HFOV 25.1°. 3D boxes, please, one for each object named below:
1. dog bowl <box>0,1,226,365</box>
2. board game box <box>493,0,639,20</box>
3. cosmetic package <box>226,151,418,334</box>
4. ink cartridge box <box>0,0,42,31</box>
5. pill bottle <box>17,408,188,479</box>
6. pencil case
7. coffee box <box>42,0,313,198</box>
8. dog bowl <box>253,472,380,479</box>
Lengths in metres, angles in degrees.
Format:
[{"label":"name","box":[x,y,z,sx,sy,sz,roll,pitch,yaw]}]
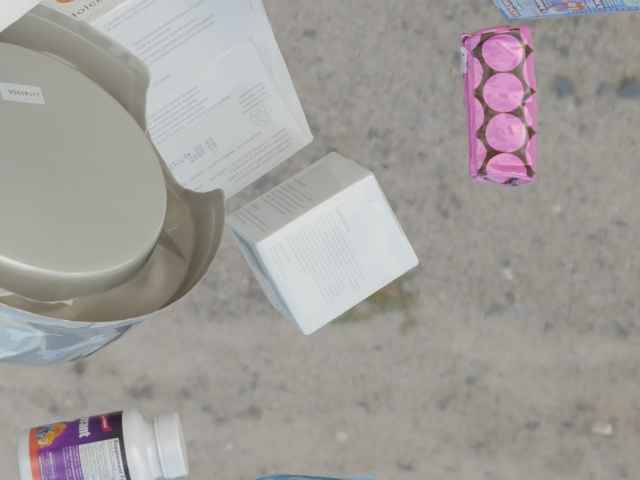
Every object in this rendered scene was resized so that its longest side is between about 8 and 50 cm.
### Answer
[{"label":"dog bowl","box":[-0.253,-0.050,1.177,0.349,0.348,0.102,31,128,-13]},{"label":"board game box","box":[0.249,-0.282,1.318,0.194,0.194,0.060,-14,150,22]},{"label":"cosmetic package","box":[0.000,0.000,1.906,0.184,0.151,0.151,-32,113,-9]},{"label":"ink cartridge box","box":[-0.257,-0.257,0.882,0.171,0.168,0.232,22,146,41]},{"label":"pill bottle","box":[-0.264,0.267,1.763,0.194,0.108,0.108,-10,135,-3]},{"label":"pencil case","box":[0.230,-0.173,1.871,0.098,0.209,0.095,-7,-177,-27]},{"label":"coffee box","box":[-0.271,-0.237,1.970,0.334,0.338,0.338,39,158,49]},{"label":"dog bowl","box":[-0.024,0.288,0.930,0.074,0.166,0.297,13,101,36]}]
